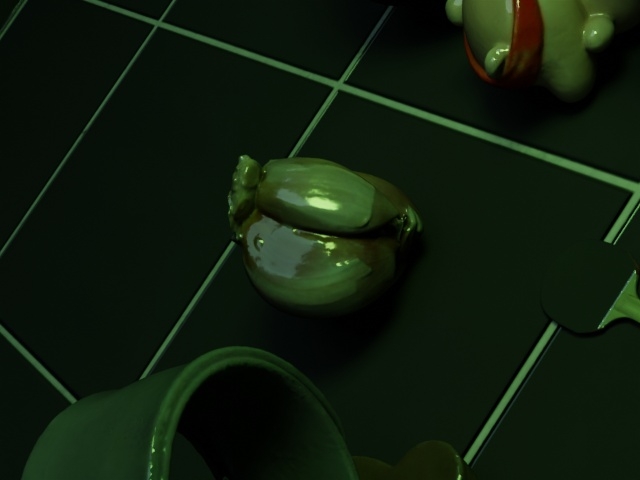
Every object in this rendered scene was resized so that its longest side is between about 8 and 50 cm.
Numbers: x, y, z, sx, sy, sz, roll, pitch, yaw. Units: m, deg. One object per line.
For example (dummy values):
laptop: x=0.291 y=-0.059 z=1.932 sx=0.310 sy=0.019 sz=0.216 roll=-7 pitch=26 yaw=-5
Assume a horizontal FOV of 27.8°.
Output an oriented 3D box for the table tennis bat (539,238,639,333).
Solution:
table tennis bat: x=0.250 y=0.048 z=1.124 sx=0.087 sy=0.013 sz=0.156 roll=-54 pitch=36 yaw=-2

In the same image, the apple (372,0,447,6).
apple: x=0.112 y=-0.418 z=1.417 sx=0.288 sy=0.317 sz=0.288 roll=-21 pitch=36 yaw=17

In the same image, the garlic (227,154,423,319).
garlic: x=0.000 y=0.000 z=1.313 sx=0.214 sy=0.191 sz=0.160 roll=41 pitch=-112 yaw=-86

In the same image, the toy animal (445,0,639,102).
toy animal: x=0.228 y=-0.228 z=1.260 sx=0.197 sy=0.171 sz=0.171 roll=-32 pitch=41 yaw=14

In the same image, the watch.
watch: x=-0.074 y=0.268 z=1.033 sx=0.314 sy=0.327 sz=0.335 roll=-23 pitch=47 yaw=33
